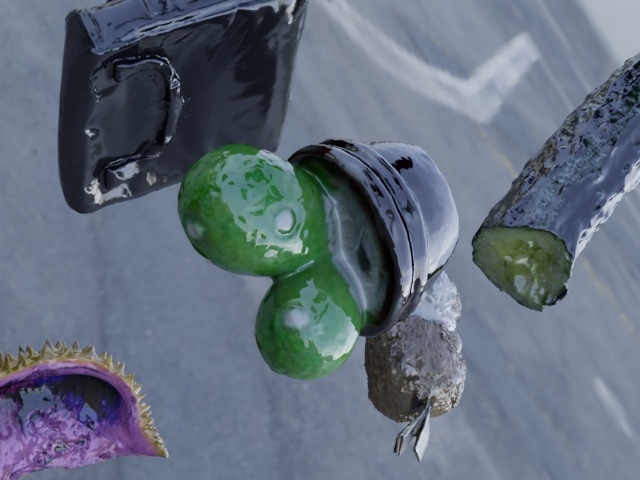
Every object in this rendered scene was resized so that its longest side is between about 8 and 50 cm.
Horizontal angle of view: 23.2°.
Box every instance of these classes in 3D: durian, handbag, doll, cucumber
[{"bbox_3d":[-0.329,0.187,1.751,0.186,0.260,0.153,-170,-113,-72],"label":"durian"},{"bbox_3d":[-0.134,-0.149,1.457,0.088,0.244,0.275,58,-25,23],"label":"handbag"},{"bbox_3d":[0.099,0.125,1.598,0.105,0.115,0.221,9,55,-26],"label":"doll"},{"bbox_3d":[0.215,-0.079,1.086,0.081,0.303,0.072,51,-28,-15],"label":"cucumber"}]

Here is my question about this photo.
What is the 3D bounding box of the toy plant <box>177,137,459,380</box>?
[{"bbox_3d":[0.000,0.000,1.356,0.235,0.175,0.218,-26,98,-34],"label":"toy plant"}]
